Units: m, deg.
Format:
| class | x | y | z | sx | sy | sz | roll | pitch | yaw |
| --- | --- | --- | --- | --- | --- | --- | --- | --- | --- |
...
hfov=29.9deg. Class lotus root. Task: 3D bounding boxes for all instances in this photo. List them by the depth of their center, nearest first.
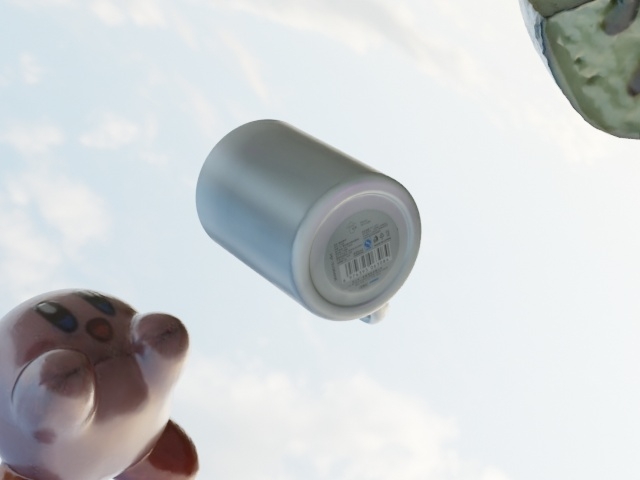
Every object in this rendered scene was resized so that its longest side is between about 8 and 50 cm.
| class | x | y | z | sx | sy | sz | roll | pitch | yaw |
| --- | --- | --- | --- | --- | --- | --- | --- | --- | --- |
| lotus root | 0.277 | -0.194 | 0.910 | 0.260 | 0.267 | 0.149 | -97 | -14 | -63 |

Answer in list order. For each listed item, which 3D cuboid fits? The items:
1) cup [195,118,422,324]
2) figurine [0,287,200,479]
| class | x | y | z | sx | sy | sz | roll | pitch | yaw |
| --- | --- | --- | --- | --- | --- | --- | --- | --- | --- |
| cup | 0.003 | -0.010 | 0.791 | 0.136 | 0.099 | 0.133 | 24 | -175 | -39 |
| figurine | -0.282 | 0.174 | 1.347 | 0.269 | 0.261 | 0.211 | -23 | -137 | -40 |
